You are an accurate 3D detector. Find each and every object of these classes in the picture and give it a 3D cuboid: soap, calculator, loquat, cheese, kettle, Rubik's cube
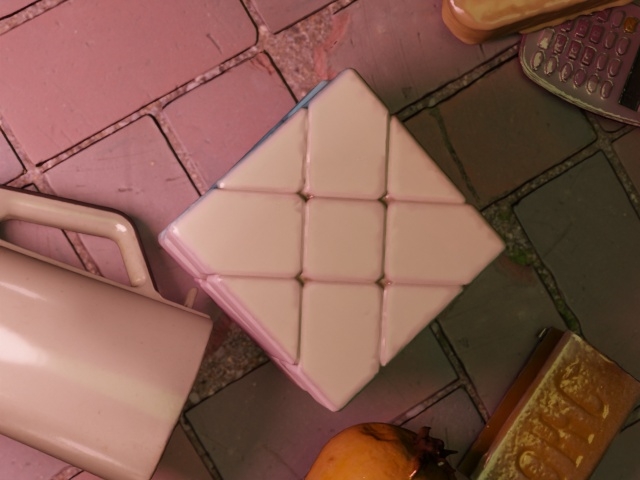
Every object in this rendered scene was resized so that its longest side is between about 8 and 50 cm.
[{"bbox_3d":[0.355,0.290,1.591,0.173,0.089,0.274,36,83,-9],"label":"soap"},{"bbox_3d":[0.450,-0.296,1.649,0.294,0.043,0.194,23,85,-7],"label":"calculator"},{"bbox_3d":[0.090,0.367,1.464,0.244,0.244,0.244,0,89,-11],"label":"loquat"},{"bbox_3d":[0.381,-0.467,1.580,0.384,0.104,0.384,0,86,-4],"label":"cheese"},{"bbox_3d":[-0.346,0.109,1.397,0.377,0.250,0.361,22,64,-8],"label":"kettle"},{"bbox_3d":[0.000,0.000,1.410,0.322,0.316,0.319,-43,97,-8],"label":"Rubik's cube"}]
